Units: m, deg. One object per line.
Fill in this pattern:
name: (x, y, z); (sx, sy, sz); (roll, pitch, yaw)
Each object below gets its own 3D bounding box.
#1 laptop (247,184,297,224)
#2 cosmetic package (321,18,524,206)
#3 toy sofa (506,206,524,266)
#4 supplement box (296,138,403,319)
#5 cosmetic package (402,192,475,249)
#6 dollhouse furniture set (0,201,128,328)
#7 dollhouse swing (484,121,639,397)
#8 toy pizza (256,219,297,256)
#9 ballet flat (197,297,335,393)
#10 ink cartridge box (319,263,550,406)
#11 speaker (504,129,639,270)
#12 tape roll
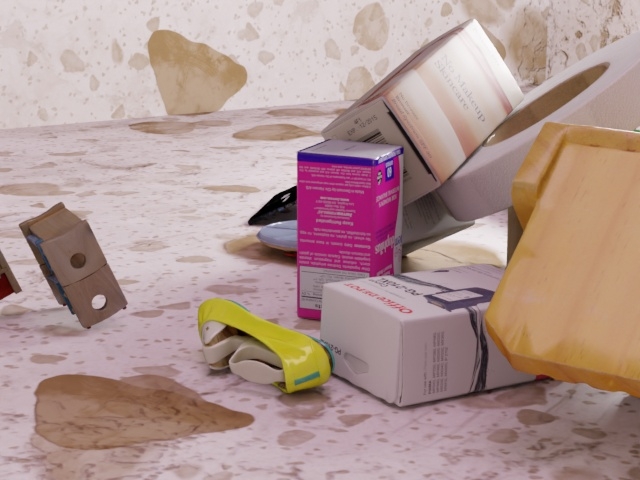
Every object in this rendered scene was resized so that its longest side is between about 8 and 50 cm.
laptop: (0.036, -0.050, 2.391); (0.264, 0.136, 0.234); (-23, 7, 13)
cosmetic package: (0.150, -0.176, 1.897); (0.129, 0.153, 0.296); (-28, 12, 41)
toy sofa: (0.449, -0.013, 1.933); (0.362, 0.150, 0.177); (2, 18, 7)
supplement box: (0.038, -0.012, 1.754); (0.114, 0.220, 0.111); (7, 15, 21)
cosmetic package: (0.099, -0.055, 1.996); (0.151, 0.151, 0.184); (-26, -10, 42)
dollhouse furniture set: (-0.365, 0.060, 1.711); (0.184, 0.129, 0.129); (-30, 23, -16)
dollhouse swing: (0.368, 0.068, 1.382); (0.347, 0.305, 0.315); (10, -24, 25)
toy pizza: (0.000, 0.000, 2.124); (0.201, 0.032, 0.201); (0, 12, 0)
ballet flat: (-0.085, 0.120, 1.514); (0.077, 0.077, 0.231); (-30, 31, -35)
ink cartridge box: (0.140, 0.101, 1.526); (0.237, 0.100, 0.172); (-7, 15, -30)
speaker: (0.345, -0.012, 1.715); (0.131, 0.131, 0.296); (11, 47, 39)
tape roll: (0.326, -0.161, 1.873); (0.392, 0.072, 0.392); (-35, 8, 6)
